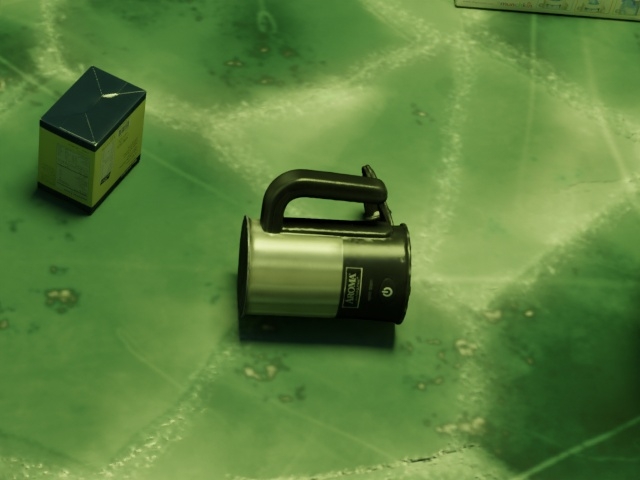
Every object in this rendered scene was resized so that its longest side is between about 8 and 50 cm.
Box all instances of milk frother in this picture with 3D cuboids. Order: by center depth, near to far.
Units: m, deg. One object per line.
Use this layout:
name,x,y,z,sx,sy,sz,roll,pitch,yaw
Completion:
milk frother,0.000,0.000,1.598,0.134,0.129,0.143,4,4,-8

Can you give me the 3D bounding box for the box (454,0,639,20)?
box,0.232,-0.296,1.897,0.203,0.103,0.114,4,47,-7

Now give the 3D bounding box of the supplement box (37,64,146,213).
supplement box,-0.194,-0.085,1.634,0.056,0.083,0.083,26,48,13
